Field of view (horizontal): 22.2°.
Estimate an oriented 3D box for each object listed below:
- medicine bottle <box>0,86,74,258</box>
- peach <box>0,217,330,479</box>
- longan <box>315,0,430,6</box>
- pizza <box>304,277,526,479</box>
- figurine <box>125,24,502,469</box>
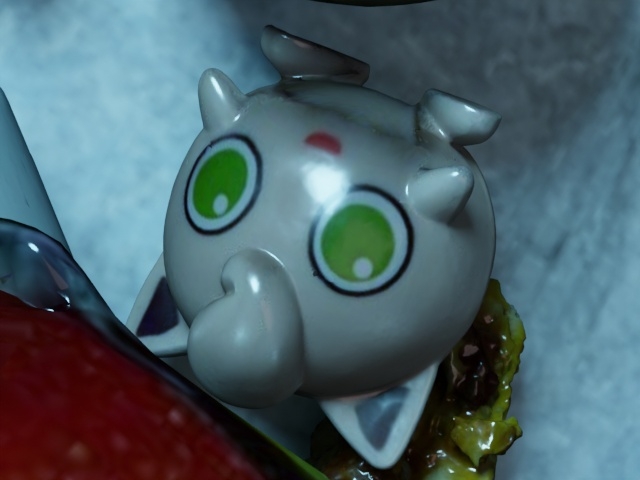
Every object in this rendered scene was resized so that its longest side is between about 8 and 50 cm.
[{"bbox_3d":[-0.100,0.121,0.581,0.110,0.110,0.352,-24,108,-16],"label":"medicine bottle"},{"bbox_3d":[-0.161,0.183,0.423,0.416,0.353,0.339,-33,107,-4],"label":"peach"},{"bbox_3d":[0.010,-0.174,0.543,0.185,0.159,0.204,-47,114,0],"label":"longan"},{"bbox_3d":[0.025,0.094,0.635,0.069,0.154,0.194,26,68,-5],"label":"pizza"},{"bbox_3d":[0.000,0.000,0.590,0.125,0.125,0.138,24,92,-23],"label":"figurine"}]
